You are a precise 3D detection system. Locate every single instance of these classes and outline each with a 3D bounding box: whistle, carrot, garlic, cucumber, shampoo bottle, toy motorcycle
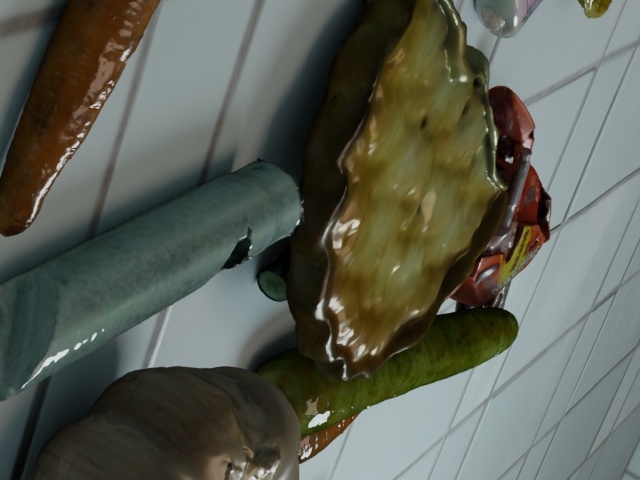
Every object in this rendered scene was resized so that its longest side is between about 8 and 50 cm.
[{"bbox_3d":[-0.110,0.017,1.114,0.312,0.062,0.062,-30,144,-56],"label":"whistle"},{"bbox_3d":[-0.127,-0.083,0.955,0.191,0.047,0.047,-64,161,11],"label":"carrot"},{"bbox_3d":[-0.111,0.181,1.203,0.228,0.152,0.228,-30,133,-38],"label":"garlic"},{"bbox_3d":[0.068,0.102,1.591,0.358,0.074,0.074,-14,131,-50],"label":"carrot"},{"bbox_3d":[0.000,0.000,1.418,0.133,0.032,0.032,-44,155,-41],"label":"cucumber"},{"bbox_3d":[0.017,0.136,1.628,0.248,0.059,0.059,-35,149,-57],"label":"carrot"},{"bbox_3d":[0.167,-0.215,1.527,0.099,0.043,0.072,-52,159,-23],"label":"shampoo bottle"},{"bbox_3d":[0.153,-0.019,1.701,0.171,0.089,0.298,-57,160,-16],"label":"toy motorcycle"}]

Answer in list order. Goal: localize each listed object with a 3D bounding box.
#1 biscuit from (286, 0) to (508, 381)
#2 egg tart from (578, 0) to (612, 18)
[{"bbox_3d":[0.063,-0.066,1.383,0.329,0.078,0.335,-42,143,-50],"label":"biscuit"},{"bbox_3d":[0.266,-0.258,1.727,0.105,0.039,0.105,-51,158,-29],"label":"egg tart"}]
